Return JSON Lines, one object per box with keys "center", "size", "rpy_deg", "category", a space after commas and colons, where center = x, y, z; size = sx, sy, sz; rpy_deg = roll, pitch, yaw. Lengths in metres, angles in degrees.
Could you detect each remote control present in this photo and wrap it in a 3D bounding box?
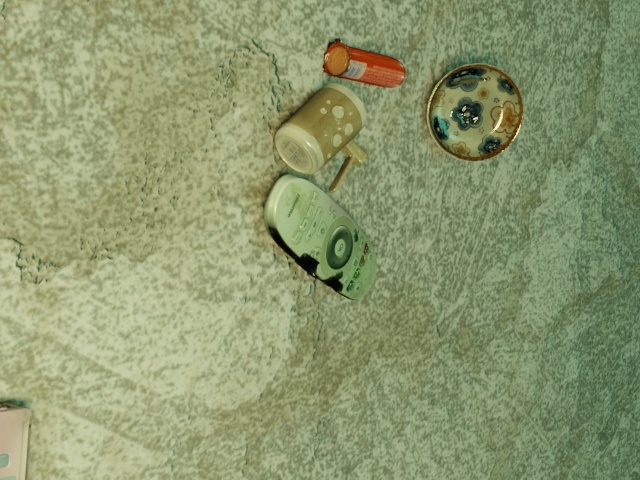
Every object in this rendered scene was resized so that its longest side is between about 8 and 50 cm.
{"center": [0.002, 0.001, 1.180], "size": [0.256, 0.045, 0.097], "rpy_deg": [45, 65, -46], "category": "remote control"}

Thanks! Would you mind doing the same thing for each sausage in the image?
{"center": [0.066, -0.224, 1.204], "size": [0.145, 0.048, 0.050], "rpy_deg": [0, 60, -48], "category": "sausage"}

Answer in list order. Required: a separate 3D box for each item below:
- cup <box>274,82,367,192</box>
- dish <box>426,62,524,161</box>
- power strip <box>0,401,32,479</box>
{"center": [0.001, -0.122, 1.134], "size": [0.099, 0.074, 0.102], "rpy_deg": [-46, 142, -29], "category": "cup"}
{"center": [0.216, -0.191, 1.358], "size": [0.141, 0.078, 0.141], "rpy_deg": [-2, 107, -5], "category": "dish"}
{"center": [-0.334, 0.283, 0.874], "size": [0.109, 0.037, 0.279], "rpy_deg": [-1, 98, -47], "category": "power strip"}
